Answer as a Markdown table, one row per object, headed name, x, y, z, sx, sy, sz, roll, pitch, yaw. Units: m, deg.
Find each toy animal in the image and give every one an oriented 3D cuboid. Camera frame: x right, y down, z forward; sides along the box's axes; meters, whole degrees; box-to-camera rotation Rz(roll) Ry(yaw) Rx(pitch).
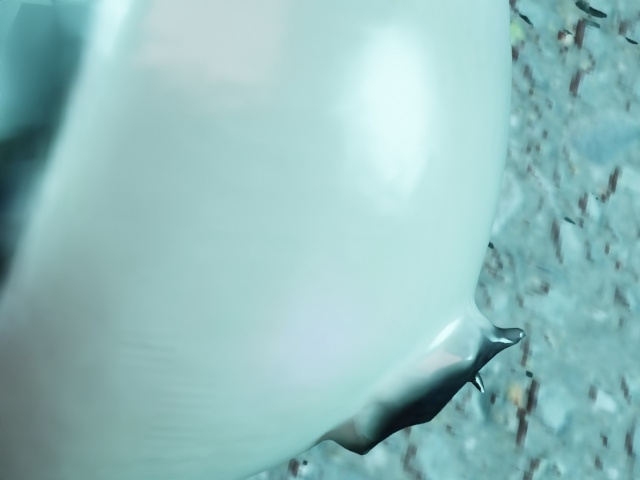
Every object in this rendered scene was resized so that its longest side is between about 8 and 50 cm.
| name | x | y | z | sx | sy | sz | roll | pitch | yaw |
| --- | --- | --- | --- | --- | --- | --- | --- | --- | --- |
| toy animal | -0.098 | -0.045 | 0.429 | 0.309 | 0.251 | 0.251 | 4 | 74 | -19 |
